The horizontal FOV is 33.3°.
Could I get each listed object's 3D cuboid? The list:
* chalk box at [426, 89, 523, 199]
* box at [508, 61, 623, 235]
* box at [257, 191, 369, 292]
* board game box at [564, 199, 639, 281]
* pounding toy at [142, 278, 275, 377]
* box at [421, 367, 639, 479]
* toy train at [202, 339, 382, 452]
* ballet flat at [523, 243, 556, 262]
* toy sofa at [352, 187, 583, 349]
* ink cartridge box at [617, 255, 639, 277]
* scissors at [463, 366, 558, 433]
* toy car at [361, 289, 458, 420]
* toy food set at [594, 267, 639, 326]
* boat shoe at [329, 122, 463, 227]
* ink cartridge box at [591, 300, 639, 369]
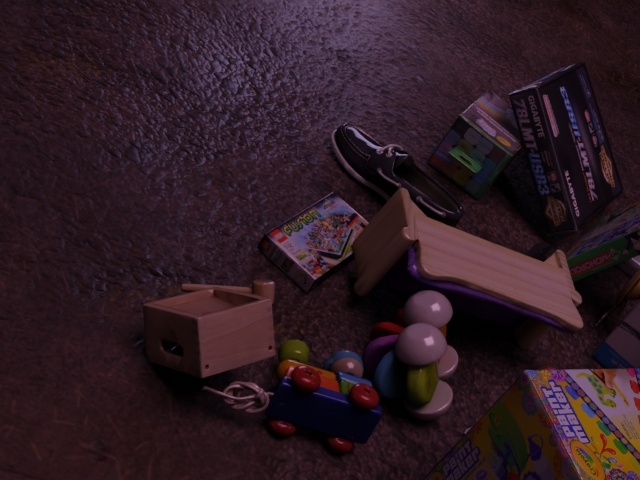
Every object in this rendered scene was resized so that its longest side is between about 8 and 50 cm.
[{"bbox_3d":[0.310,-0.181,2.106,0.132,0.132,0.213,40,39,7],"label":"chalk box"},{"bbox_3d":[0.500,-0.191,2.161,0.293,0.073,0.295,-29,103,-54],"label":"box"},{"bbox_3d":[0.000,0.000,1.770,0.114,0.036,0.207,41,39,12],"label":"box"},{"bbox_3d":[0.581,-0.017,2.038,0.317,0.213,0.046,-32,92,-51],"label":"board game box"},{"bbox_3d":[-0.141,0.117,1.494,0.206,0.094,0.181,-12,14,-42],"label":"pounding toy"},{"bbox_3d":[0.335,0.324,1.445,0.279,0.290,0.177,4,47,-31],"label":"box"},{"bbox_3d":[-0.042,0.190,1.494,0.248,0.105,0.143,19,28,-14],"label":"toy train"},{"bbox_3d":[0.380,0.048,1.984,0.049,0.057,0.173,8,19,39],"label":"ballet flat"},{"bbox_3d":[0.240,0.073,1.739,0.363,0.150,0.177,19,43,-26],"label":"toy sofa"},{"bbox_3d":[0.689,0.051,2.186,0.179,0.045,0.145,36,38,9],"label":"ink cartridge box"},{"bbox_3d":[0.342,0.283,1.711,0.109,0.021,0.297,48,39,17],"label":"scissors"},{"bbox_3d":[0.131,0.171,1.611,0.136,0.159,0.182,0,37,15],"label":"toy car"},{"bbox_3d":[0.587,0.083,1.960,0.038,0.192,0.132,41,36,18],"label":"toy food set"},{"bbox_3d":[0.142,-0.122,1.955,0.302,0.091,0.114,44,39,14],"label":"boat shoe"},{"bbox_3d":[0.586,0.145,1.893,0.082,0.190,0.140,45,40,16],"label":"ink cartridge box"}]
